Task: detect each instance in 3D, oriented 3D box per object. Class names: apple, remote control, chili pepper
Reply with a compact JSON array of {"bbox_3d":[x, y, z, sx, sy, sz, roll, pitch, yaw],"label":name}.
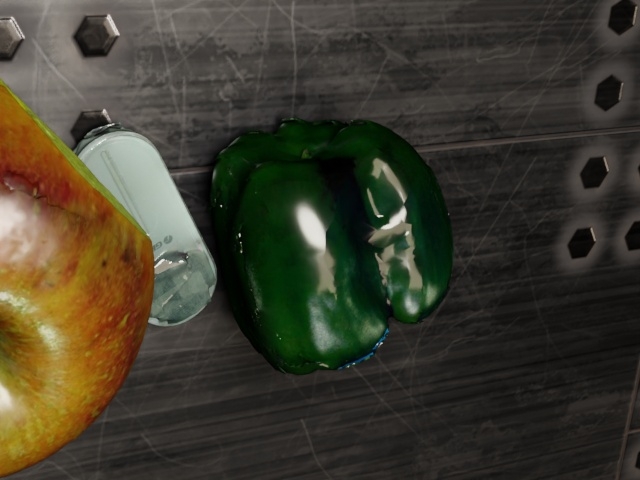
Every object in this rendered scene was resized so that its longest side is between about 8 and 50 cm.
[{"bbox_3d":[-0.333,0.014,1.247,0.374,0.374,0.384,-20,126,-23],"label":"apple"},{"bbox_3d":[-0.188,-0.013,1.501,0.104,0.052,0.247,-33,126,-14],"label":"remote control"},{"bbox_3d":[0.000,0.000,1.527,0.248,0.233,0.256,-34,118,-34],"label":"chili pepper"}]
